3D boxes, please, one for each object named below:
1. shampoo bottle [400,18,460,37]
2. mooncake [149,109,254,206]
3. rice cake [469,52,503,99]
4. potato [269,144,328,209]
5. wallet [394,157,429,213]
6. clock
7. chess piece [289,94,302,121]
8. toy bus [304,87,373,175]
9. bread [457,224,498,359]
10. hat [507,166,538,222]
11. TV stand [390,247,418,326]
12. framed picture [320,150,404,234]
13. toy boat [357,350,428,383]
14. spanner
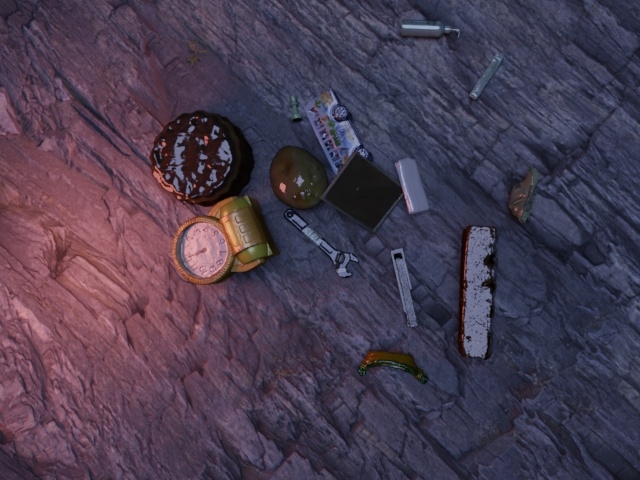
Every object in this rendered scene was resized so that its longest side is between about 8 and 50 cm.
[{"bbox_3d":[0.367,-0.706,1.925,0.195,0.056,0.056,4,88,6],"label":"shampoo bottle"},{"bbox_3d":[-0.394,-0.273,1.925,0.324,0.187,0.324,0,89,8],"label":"mooncake"},{"bbox_3d":[0.549,-0.542,1.910,0.033,0.029,0.171,34,92,10],"label":"rice cake"},{"bbox_3d":[-0.075,-0.207,1.905,0.177,0.160,0.235,-14,73,-19],"label":"potato"},{"bbox_3d":[0.300,-0.181,1.895,0.033,0.095,0.190,-21,82,47],"label":"wallet"},{"bbox_3d":[-0.324,0.015,1.907,0.317,0.200,0.244,-26,81,13],"label":"clock"},{"bbox_3d":[-0.089,-0.455,1.972,0.042,0.042,0.093,-10,82,6],"label":"chess piece"},{"bbox_3d":[0.071,-0.330,1.918,0.136,0.109,0.330,-27,85,13],"label":"toy bus"},{"bbox_3d":[0.495,0.164,1.817,0.113,0.165,0.417,3,88,12],"label":"bread"},{"bbox_3d":[0.644,-0.150,1.833,0.081,0.122,0.166,18,118,22],"label":"hat"},{"bbox_3d":[0.278,0.155,1.897,0.040,0.049,0.257,-13,87,7],"label":"TV stand"},{"bbox_3d":[0.143,-0.149,1.850,0.260,0.023,0.189,30,98,-36],"label":"framed picture"},{"bbox_3d":[0.236,0.409,1.869,0.229,0.089,0.088,6,74,3],"label":"toy boat"},{"bbox_3d":[0.000,0.000,1.951,0.316,0.024,0.087,43,91,8],"label":"spanner"}]
